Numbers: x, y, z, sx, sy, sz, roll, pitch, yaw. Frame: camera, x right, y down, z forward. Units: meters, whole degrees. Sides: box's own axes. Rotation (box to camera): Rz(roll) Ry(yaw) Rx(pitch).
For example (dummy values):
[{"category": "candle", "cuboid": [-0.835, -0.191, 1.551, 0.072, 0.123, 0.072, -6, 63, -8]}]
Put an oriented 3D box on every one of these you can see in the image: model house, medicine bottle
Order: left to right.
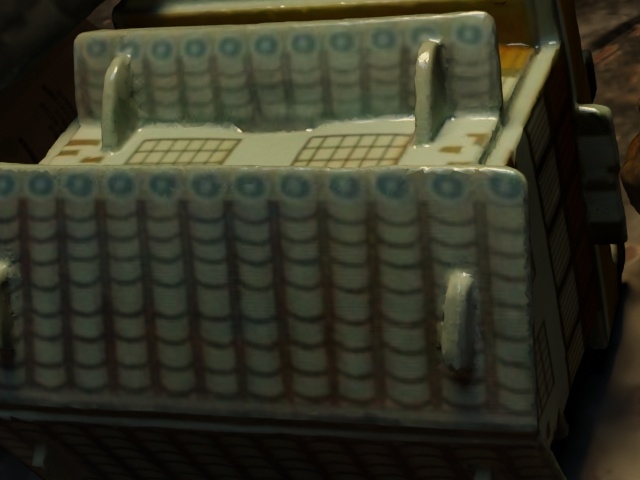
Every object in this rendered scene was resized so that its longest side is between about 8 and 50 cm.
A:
[{"category": "medicine bottle", "cuboid": [-0.174, -0.038, 0.931, 0.086, 0.086, 0.183, 8, 43, 30]}, {"category": "model house", "cuboid": [0.000, 0.000, 0.719, 0.224, 0.198, 0.215, 1, 34, 22]}]

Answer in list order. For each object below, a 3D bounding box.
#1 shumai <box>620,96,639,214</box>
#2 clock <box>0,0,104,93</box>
[{"category": "shumai", "cuboid": [0.233, -0.093, 0.752, 0.218, 0.185, 0.184, 6, 36, 29]}, {"category": "clock", "cuboid": [-0.172, -0.100, 0.820, 0.312, 0.061, 0.312, -36, 17, 13]}]
